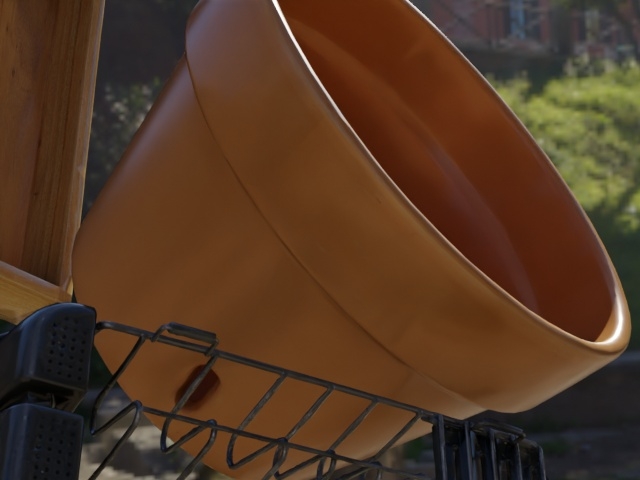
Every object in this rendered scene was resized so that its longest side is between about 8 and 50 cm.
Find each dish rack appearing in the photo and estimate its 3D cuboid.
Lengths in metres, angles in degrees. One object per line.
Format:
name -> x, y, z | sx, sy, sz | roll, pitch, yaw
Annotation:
dish rack -> -0.012, 0.142, 0.505 | 0.272, 0.208, 0.074 | 18, -38, -24

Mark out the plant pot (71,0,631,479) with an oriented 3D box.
plant pot -> 0.000, 0.000, 0.728 | 0.203, 0.291, 0.291 | -39, -15, 22

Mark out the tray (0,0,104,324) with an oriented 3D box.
tray -> -0.290, -0.154, 1.105 | 0.076, 0.410, 0.203 | -21, -35, 34
